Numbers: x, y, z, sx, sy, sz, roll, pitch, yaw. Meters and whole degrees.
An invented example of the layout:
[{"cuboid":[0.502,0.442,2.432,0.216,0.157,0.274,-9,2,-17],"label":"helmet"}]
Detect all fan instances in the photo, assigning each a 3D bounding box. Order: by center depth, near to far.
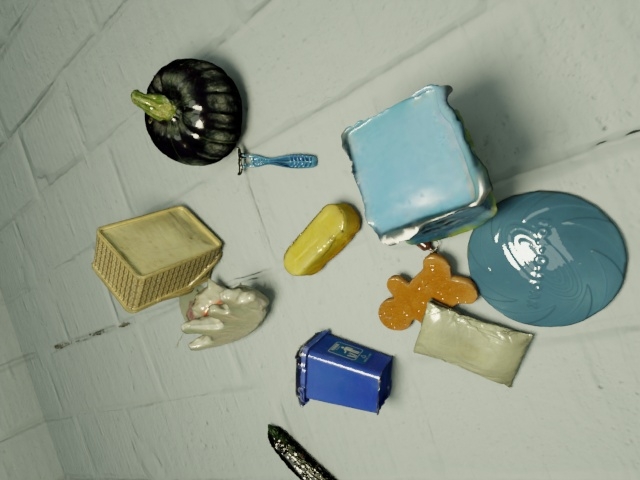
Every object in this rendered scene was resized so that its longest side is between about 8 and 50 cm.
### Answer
[{"cuboid":[-0.464,0.283,1.459,0.182,0.010,0.310,40,117,18],"label":"fan"}]

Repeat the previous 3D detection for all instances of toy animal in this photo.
[{"cuboid":[-0.281,0.181,1.227,0.267,0.187,0.307,-1,140,0],"label":"toy animal"}]

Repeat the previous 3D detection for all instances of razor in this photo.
[{"cuboid":[-0.124,-0.219,1.136,0.254,0.042,0.081,6,103,28],"label":"razor"}]

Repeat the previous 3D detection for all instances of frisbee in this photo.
[{"cuboid":[0.444,0.043,0.836,0.290,0.049,0.288,6,102,30],"label":"frisbee"}]

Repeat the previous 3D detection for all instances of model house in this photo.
[{"cuboid":[0.212,-0.120,0.809,0.216,0.303,0.236,-23,76,25],"label":"model house"}]

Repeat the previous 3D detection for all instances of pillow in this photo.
[{"cuboid":[0.334,0.232,0.924,0.230,0.050,0.148,19,119,17],"label":"pillow"}]

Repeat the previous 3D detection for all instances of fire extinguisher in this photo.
[{"cuboid":[0.218,-0.024,0.975,0.173,0.035,0.049,40,79,19],"label":"fire extinguisher"}]

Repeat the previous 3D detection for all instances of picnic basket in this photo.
[{"cuboid":[-0.489,0.052,1.258,0.228,0.313,0.175,42,127,17],"label":"picnic basket"}]

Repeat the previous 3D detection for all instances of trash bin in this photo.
[{"cuboid":[0.060,0.355,1.073,0.235,0.163,0.183,8,104,24],"label":"trash bin"}]

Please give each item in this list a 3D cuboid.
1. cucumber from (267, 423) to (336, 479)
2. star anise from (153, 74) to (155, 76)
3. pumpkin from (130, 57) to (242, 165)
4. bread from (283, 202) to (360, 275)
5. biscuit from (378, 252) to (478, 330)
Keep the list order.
[{"cuboid":[-0.063,0.676,1.257,0.300,0.072,0.072,34,115,23],"label":"cucumber"},{"cuboid":[-0.494,-0.468,1.313,0.141,0.042,0.140,8,104,33],"label":"star anise"},{"cuboid":[-0.364,-0.348,1.123,0.296,0.296,0.295,6,103,30],"label":"pumpkin"},{"cuboid":[0.000,0.000,1.076,0.245,0.095,0.102,-48,65,28],"label":"bread"},{"cuboid":[0.235,0.135,0.980,0.165,0.036,0.250,44,126,1],"label":"biscuit"}]
